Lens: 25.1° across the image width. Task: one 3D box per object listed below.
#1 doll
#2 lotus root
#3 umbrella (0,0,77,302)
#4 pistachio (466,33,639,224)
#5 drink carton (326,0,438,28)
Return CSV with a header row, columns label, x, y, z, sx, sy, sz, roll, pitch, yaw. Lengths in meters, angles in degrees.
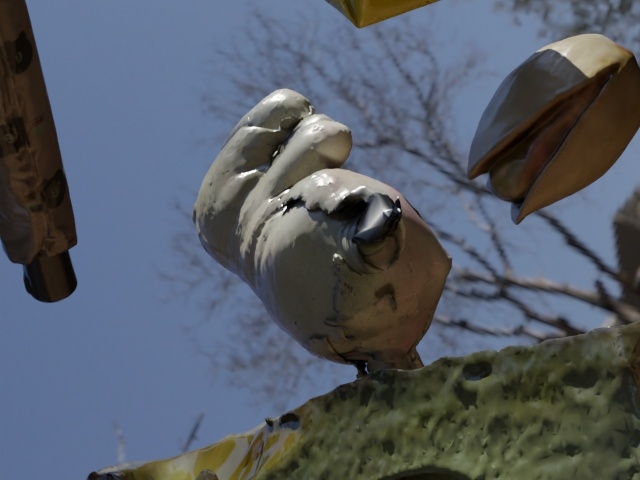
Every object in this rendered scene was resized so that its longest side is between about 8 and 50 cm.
label,x,y,z,sx,sy,sz,roll,pitch,yaw
doll,0.000,0.000,0.801,0.095,0.192,0.149,-25,-52,-23
lotus root,0.069,0.110,0.542,0.210,0.314,0.142,-9,-97,-38
umbrella,-0.241,-0.089,1.120,0.067,0.073,0.337,-16,-51,-12
pistachio,0.227,-0.111,1.368,0.215,0.144,0.144,-47,-32,-29
drink carton,0.080,-0.381,1.334,0.154,0.111,0.351,-23,-38,-26
